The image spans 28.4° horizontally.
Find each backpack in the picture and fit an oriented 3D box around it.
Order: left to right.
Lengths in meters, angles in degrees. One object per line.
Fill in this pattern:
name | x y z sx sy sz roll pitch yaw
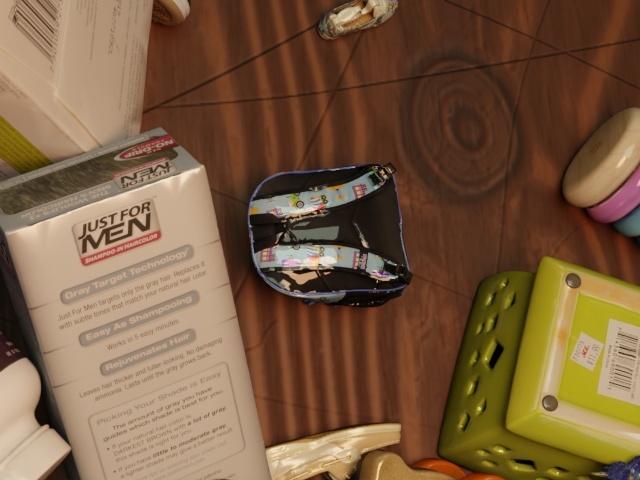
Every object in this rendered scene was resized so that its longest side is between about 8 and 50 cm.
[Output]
backpack | 0.000 0.000 1.400 0.173 0.117 0.158 -5 76 -16

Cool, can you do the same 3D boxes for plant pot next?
plant pot | 0.284 0.152 1.382 0.227 0.207 0.228 19 70 -8

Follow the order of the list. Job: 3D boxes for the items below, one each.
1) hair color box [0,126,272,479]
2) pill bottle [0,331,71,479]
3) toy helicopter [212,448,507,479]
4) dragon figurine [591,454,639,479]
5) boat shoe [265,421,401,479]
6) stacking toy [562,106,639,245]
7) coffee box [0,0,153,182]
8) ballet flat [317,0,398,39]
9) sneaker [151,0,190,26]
hair color box | -0.179 0.102 1.216 0.185 0.113 0.375 -21 122 -19
pill bottle | -0.381 0.117 1.136 0.323 0.181 0.181 44 69 1
toy helicopter | 0.023 0.325 1.284 0.355 0.140 0.235 15 83 -22
dragon figurine | 0.271 0.330 1.319 0.144 0.289 0.085 36 31 -24
boat shoe | 0.010 0.236 1.369 0.170 0.063 0.059 -12 84 -11
stacking toy | 0.456 -0.011 1.524 0.330 0.141 0.141 37 69 -9
coffee box | -0.377 -0.253 1.209 0.334 0.338 0.338 -1 72 14
ballet flat | 0.050 -0.276 1.534 0.114 0.041 0.041 -27 82 -20
sneaker | -0.228 -0.384 1.464 0.282 0.099 0.153 40 71 3
